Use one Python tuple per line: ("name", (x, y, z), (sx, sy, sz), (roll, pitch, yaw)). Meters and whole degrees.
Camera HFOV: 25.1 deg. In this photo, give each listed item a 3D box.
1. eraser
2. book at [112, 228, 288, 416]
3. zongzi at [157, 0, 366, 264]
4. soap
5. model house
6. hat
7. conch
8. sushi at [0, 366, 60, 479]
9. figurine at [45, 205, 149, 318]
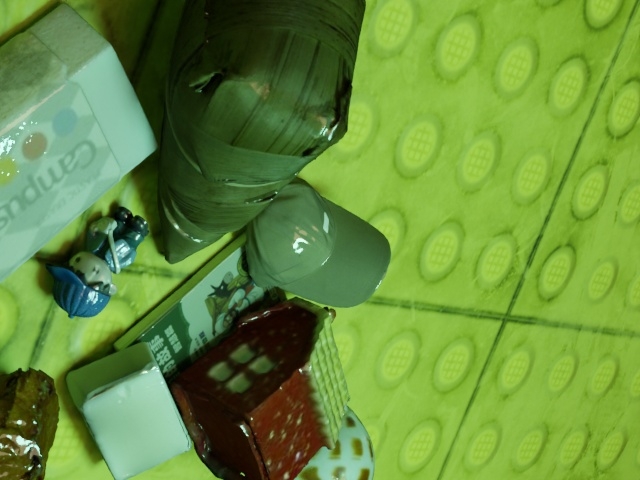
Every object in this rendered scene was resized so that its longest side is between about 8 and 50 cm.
("eraser", (-0.381, -0.070, 1.640), (0.397, 0.082, 0.213), (-42, 138, -21))
("book", (-0.157, 0.132, 2.038), (0.264, 0.027, 0.202), (-41, 137, -22))
("zongzi", (-0.097, -0.263, 1.832), (0.218, 0.467, 0.499), (21, 61, -19))
("soap", (-0.256, 0.234, 1.941), (0.121, 0.064, 0.183), (-24, 132, -9))
("model house", (-0.058, 0.214, 2.048), (0.254, 0.160, 0.196), (-40, 137, -25))
("hat", (0.000, 0.000, 1.993), (0.166, 0.173, 0.144), (-68, 153, -13))
("conch", (-0.003, 0.384, 2.254), (0.183, 0.149, 0.275), (40, 80, -45))
("sushi", (-0.412, 0.290, 1.781), (0.167, 0.179, 0.296), (0, 111, -28))
("figurine", (-0.282, 0.027, 1.817), (0.149, 0.086, 0.087), (-53, 165, -26))
